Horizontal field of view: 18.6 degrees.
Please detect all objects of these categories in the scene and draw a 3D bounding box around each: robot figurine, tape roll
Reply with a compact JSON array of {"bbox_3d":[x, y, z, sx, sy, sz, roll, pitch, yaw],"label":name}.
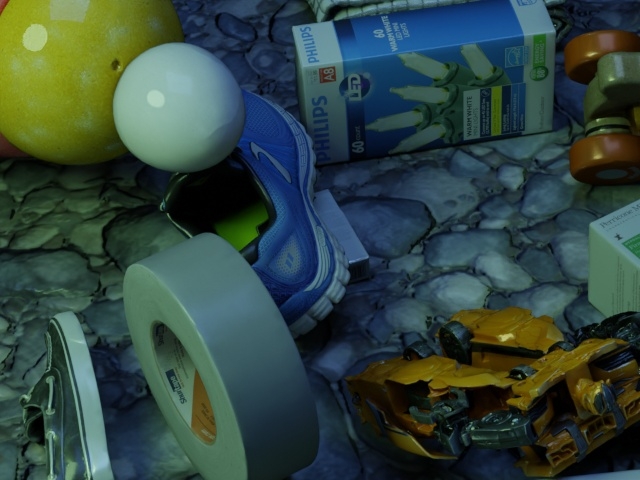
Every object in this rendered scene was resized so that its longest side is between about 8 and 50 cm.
[{"bbox_3d":[0.156,0.123,1.628,0.211,0.085,0.291,-29,17,-24],"label":"robot figurine"},{"bbox_3d":[-0.086,0.107,1.657,0.072,0.219,0.219,-23,45,-21],"label":"tape roll"}]

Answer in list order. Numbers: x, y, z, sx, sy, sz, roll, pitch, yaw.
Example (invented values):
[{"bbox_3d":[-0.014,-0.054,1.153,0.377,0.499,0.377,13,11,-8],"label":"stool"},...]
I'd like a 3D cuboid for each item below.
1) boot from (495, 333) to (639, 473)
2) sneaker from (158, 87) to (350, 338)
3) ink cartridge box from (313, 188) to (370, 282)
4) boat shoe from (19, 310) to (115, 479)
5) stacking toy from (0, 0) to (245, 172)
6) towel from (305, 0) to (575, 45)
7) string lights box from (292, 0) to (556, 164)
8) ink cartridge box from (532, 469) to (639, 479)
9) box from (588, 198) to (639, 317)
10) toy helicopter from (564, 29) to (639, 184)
[{"bbox_3d":[0.260,0.167,1.681,0.198,0.077,0.137,17,49,41],"label":"boot"},{"bbox_3d":[-0.079,-0.058,1.871,0.130,0.147,0.330,-41,41,13],"label":"sneaker"},{"bbox_3d":[0.000,0.000,1.914,0.063,0.029,0.115,-16,42,-12],"label":"ink cartridge box"},{"bbox_3d":[-0.229,0.148,1.729,0.070,0.078,0.219,-10,43,-8],"label":"boat shoe"},{"bbox_3d":[-0.243,-0.181,1.883,0.350,0.351,0.480,-35,48,-30],"label":"stacking toy"},{"bbox_3d":[0.114,-0.290,2.171,0.283,0.121,0.235,-10,43,-9],"label":"towel"},{"bbox_3d":[0.106,-0.166,2.014,0.259,0.133,0.077,-9,42,-5],"label":"string lights box"},{"bbox_3d":[0.281,0.279,1.469,0.307,0.129,0.223,-6,27,-1],"label":"ink cartridge box"},{"bbox_3d":[0.311,0.023,1.806,0.101,0.102,0.087,-25,44,-20],"label":"box"},{"bbox_3d":[0.383,-0.162,1.857,0.235,0.355,0.140,3,73,-10],"label":"toy helicopter"}]
